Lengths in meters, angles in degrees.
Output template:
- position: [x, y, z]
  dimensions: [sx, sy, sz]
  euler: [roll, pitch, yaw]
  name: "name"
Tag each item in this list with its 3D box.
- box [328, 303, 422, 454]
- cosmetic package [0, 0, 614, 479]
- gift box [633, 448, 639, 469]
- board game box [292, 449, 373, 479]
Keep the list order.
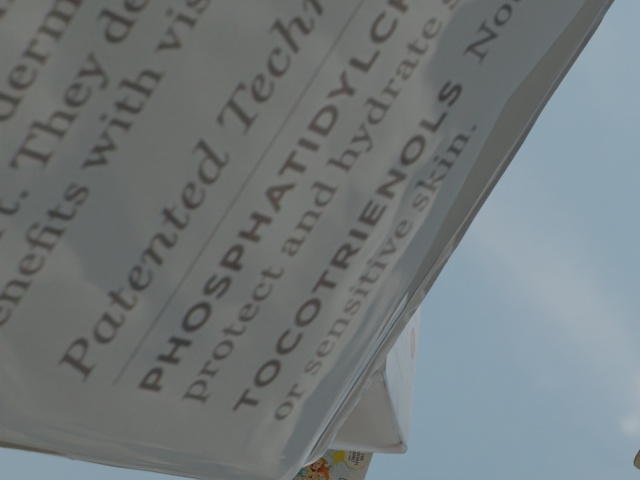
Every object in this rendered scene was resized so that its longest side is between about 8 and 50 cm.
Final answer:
- position: [0.000, 0.000, 0.838]
  dimensions: [0.130, 0.091, 0.170]
  euler: [73, 22, -66]
  name: "box"
- position: [-0.131, -0.177, 0.434]
  dimensions: [0.329, 0.394, 0.327]
  euler: [40, -78, 35]
  name: "cosmetic package"
- position: [0.317, 0.102, 0.876]
  dimensions: [0.276, 0.255, 0.258]
  euler: [28, -1, -13]
  name: "gift box"
- position: [-0.029, 0.221, 1.442]
  dimensions: [0.154, 0.103, 0.026]
  euler: [-70, -167, -15]
  name: "board game box"
